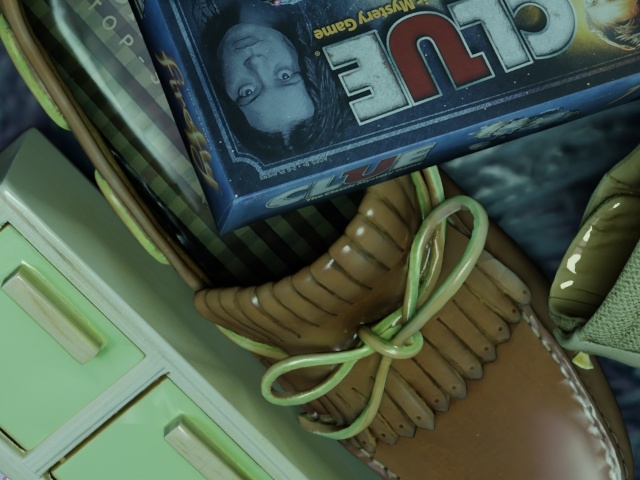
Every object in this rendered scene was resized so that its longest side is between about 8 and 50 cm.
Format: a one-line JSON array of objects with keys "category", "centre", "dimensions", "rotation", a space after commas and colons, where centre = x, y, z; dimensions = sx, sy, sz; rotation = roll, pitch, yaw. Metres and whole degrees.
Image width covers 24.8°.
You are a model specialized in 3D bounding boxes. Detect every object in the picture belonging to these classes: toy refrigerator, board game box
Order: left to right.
[{"category": "toy refrigerator", "centre": [-0.080, 0.086, 0.680], "dimensions": [0.102, 0.094, 0.269], "rotation": [-39, 108, 13]}, {"category": "board game box", "centre": [0.046, -0.117, 0.575], "dimensions": [0.243, 0.042, 0.165], "rotation": [-19, 78, -18]}]

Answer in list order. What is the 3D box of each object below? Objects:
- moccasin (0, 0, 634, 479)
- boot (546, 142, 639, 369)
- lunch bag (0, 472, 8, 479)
[{"category": "moccasin", "centre": [0.003, -0.002, 0.640], "dimensions": [0.139, 0.147, 0.380], "rotation": [-34, 102, 12]}, {"category": "boot", "centre": [0.192, 0.051, 0.619], "dimensions": [0.203, 0.095, 0.262], "rotation": [13, 151, -1]}, {"category": "lunch bag", "centre": [-0.150, 0.146, 0.741], "dimensions": [0.071, 0.053, 0.083], "rotation": [26, 96, -7]}]
